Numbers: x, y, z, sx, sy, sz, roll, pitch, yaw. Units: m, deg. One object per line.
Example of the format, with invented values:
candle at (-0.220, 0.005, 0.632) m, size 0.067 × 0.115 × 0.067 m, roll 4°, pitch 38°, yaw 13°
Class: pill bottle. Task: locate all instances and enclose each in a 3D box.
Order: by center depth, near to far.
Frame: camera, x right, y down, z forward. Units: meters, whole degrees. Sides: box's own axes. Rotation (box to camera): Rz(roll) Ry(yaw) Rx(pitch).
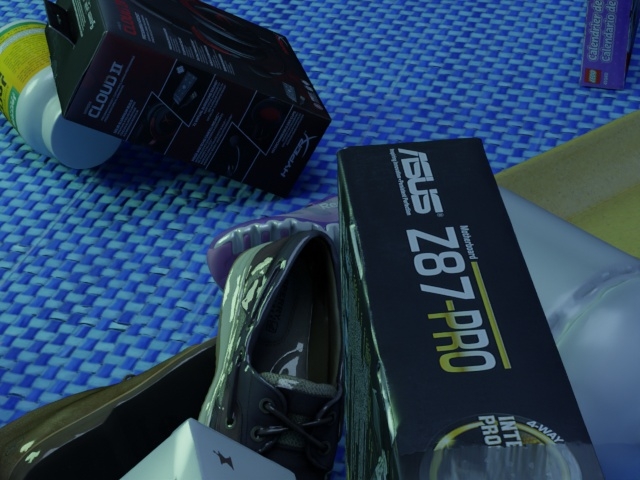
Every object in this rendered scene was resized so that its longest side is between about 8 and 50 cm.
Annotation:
pill bottle at (-0.303, -0.164, 1.536) m, size 0.117 × 0.117 × 0.208 m, roll -20°, pitch 38°, yaw -23°

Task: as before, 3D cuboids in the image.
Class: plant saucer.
plant saucer at (0.340, -0.021, 1.258) m, size 0.333 × 0.081 × 0.333 m, roll -25°, pitch 28°, yaw -33°

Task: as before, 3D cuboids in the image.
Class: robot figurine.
robot figurine at (0.168, 0.084, 1.059) m, size 0.300 × 0.200 × 0.353 m, roll -9°, pitch 30°, yaw -39°

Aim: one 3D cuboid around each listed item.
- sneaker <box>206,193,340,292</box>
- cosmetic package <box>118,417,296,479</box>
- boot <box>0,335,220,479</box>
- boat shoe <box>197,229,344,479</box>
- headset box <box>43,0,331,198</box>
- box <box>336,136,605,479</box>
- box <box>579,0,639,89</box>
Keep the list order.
sneaker at (0.000, 0.000, 1.303) m, size 0.236 × 0.095 × 0.104 m, roll -10°, pitch 28°, yaw -19°
cosmetic package at (-0.099, 0.318, 0.657) m, size 0.284 × 0.097 × 0.377 m, roll -43°, pitch 38°, yaw 19°
boot at (-0.130, 0.131, 1.108) m, size 0.305 × 0.112 × 0.115 m, roll -23°, pitch 25°, yaw -26°
boat shoe at (-0.030, 0.122, 1.013) m, size 0.103 × 0.092 × 0.285 m, roll 17°, pitch 61°, yaw -22°
headset box at (-0.160, -0.183, 1.441) m, size 0.293 × 0.110 × 0.218 m, roll 19°, pitch 25°, yaw -26°
box at (0.067, 0.189, 0.737) m, size 0.097 × 0.395 × 0.318 m, roll -3°, pitch 33°, yaw -1°
box at (0.373, -0.343, 1.673) m, size 0.057 × 0.201 × 0.293 m, roll 8°, pitch 35°, yaw 14°
